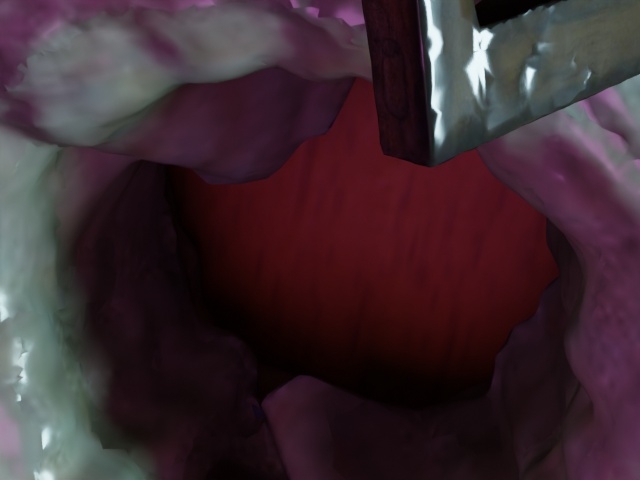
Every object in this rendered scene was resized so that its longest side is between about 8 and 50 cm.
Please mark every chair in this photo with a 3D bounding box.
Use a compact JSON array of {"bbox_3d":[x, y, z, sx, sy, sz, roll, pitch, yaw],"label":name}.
[{"bbox_3d":[-0.011,-0.261,0.469,0.240,0.203,0.416,18,121,42],"label":"chair"}]

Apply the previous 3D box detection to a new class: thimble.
[{"bbox_3d":[0.000,0.000,0.612,0.291,0.195,0.292,4,111,11],"label":"thimble"}]
